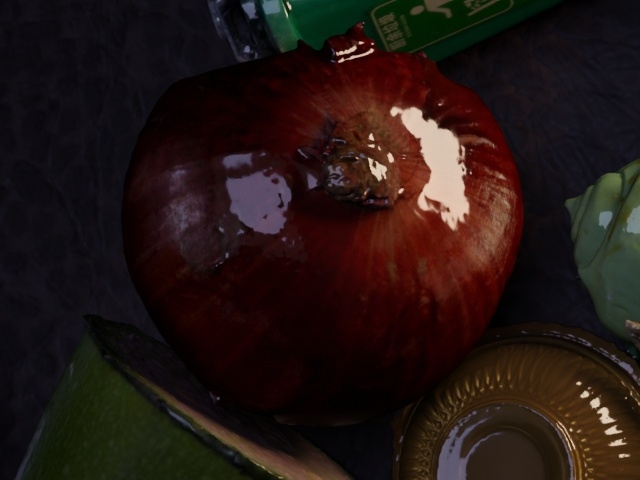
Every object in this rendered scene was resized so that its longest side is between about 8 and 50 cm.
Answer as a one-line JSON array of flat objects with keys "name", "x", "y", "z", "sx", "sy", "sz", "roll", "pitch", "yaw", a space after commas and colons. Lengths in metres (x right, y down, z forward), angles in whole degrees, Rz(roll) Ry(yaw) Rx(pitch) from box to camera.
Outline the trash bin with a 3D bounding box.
[{"name": "trash bin", "x": 0.078, "y": -0.305, "z": 1.631, "sx": 0.381, "sy": 0.259, "sz": 0.295, "roll": -20, "pitch": 67, "yaw": 6}]

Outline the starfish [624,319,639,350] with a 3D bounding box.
[{"name": "starfish", "x": 0.369, "y": 0.091, "z": 1.458, "sx": 0.236, "sy": 0.062, "sz": 0.277, "roll": 27, "pitch": 111, "yaw": 2}]

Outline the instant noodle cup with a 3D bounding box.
[{"name": "instant noodle cup", "x": 0.169, "y": 0.198, "z": 1.515, "sx": 0.274, "sy": 0.091, "sz": 0.274, "roll": -3, "pitch": 82, "yaw": 22}]

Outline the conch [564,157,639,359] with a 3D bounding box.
[{"name": "conch", "x": 0.318, "y": 0.033, "z": 1.528, "sx": 0.250, "sy": 0.137, "sz": 0.143, "roll": 42, "pitch": 64, "yaw": 6}]

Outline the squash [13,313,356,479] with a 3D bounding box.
[{"name": "squash", "x": -0.158, "y": 0.269, "z": 1.522, "sx": 0.310, "sy": 0.310, "sz": 0.309, "roll": 36, "pitch": 91, "yaw": 24}]

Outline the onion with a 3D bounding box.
[{"name": "onion", "x": -0.006, "y": 0.002, "z": 1.517, "sx": 0.341, "sy": 0.341, "sz": 0.341, "roll": -5, "pitch": 74, "yaw": 18}]
